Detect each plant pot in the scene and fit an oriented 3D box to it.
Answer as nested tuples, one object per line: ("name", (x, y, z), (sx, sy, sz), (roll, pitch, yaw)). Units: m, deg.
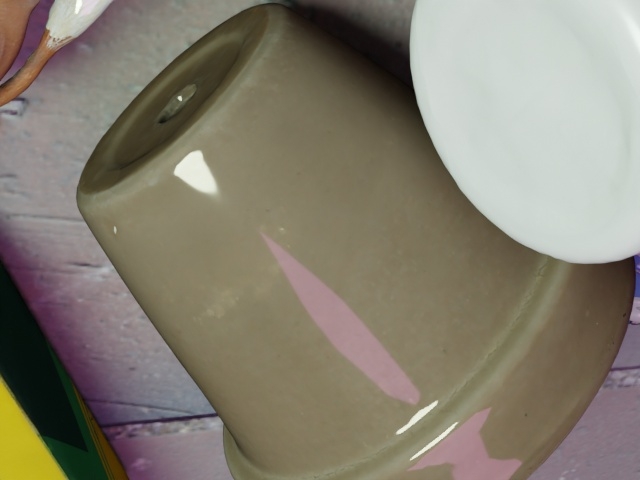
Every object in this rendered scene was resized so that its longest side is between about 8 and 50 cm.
("plant pot", (0.000, 0.000, 0.685), (0.263, 0.263, 0.229), (-36, 113, 19))

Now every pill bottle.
("pill bottle", (0.191, -0.112, 0.604), (0.278, 0.162, 0.162), (-27, 143, -31))

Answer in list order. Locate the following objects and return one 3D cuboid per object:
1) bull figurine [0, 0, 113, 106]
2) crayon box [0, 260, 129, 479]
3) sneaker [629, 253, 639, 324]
("bull figurine", (-0.198, -0.182, 0.520), (0.188, 0.101, 0.310), (-27, 134, 8))
("crayon box", (-0.338, 0.161, 0.813), (0.363, 0.106, 0.313), (-16, 137, 0))
("sneaker", (0.290, 0.001, 0.860), (0.211, 0.080, 0.081), (-13, 139, -5))
